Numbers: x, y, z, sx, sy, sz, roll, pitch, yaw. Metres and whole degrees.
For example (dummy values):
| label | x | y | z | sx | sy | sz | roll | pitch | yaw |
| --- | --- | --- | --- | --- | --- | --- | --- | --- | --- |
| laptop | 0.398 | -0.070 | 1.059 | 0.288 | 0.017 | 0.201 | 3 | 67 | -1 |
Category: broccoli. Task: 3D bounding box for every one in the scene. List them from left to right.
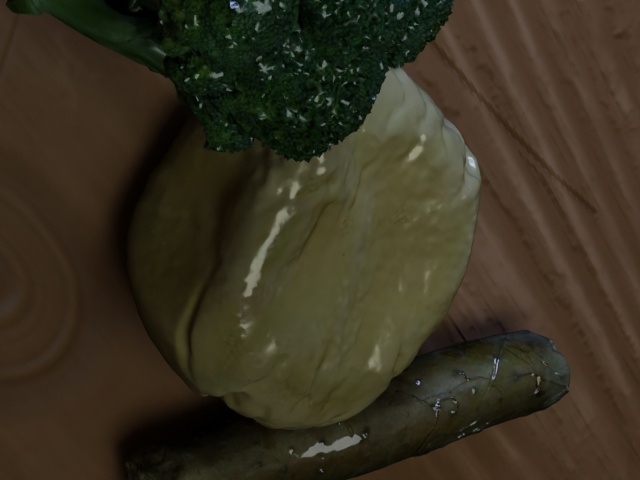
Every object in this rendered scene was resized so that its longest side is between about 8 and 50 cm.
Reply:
| label | x | y | z | sx | sy | sz | roll | pitch | yaw |
| --- | --- | --- | --- | --- | --- | --- | --- | --- | --- |
| broccoli | -0.058 | -0.171 | 0.901 | 0.270 | 0.270 | 0.270 | -2 | 121 | 4 |

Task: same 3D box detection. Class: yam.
| label | x | y | z | sx | sy | sz | roll | pitch | yaw |
| --- | --- | --- | --- | --- | --- | --- | --- | --- | --- |
| yam | 0.023 | 0.120 | 1.193 | 0.317 | 0.067 | 0.071 | -14 | 142 | -29 |

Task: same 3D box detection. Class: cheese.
| label | x | y | z | sx | sy | sz | roll | pitch | yaw |
| --- | --- | --- | --- | --- | --- | --- | --- | --- | --- |
| cheese | 0.000 | 0.000 | 1.087 | 0.214 | 0.117 | 0.226 | 27 | 93 | -46 |
